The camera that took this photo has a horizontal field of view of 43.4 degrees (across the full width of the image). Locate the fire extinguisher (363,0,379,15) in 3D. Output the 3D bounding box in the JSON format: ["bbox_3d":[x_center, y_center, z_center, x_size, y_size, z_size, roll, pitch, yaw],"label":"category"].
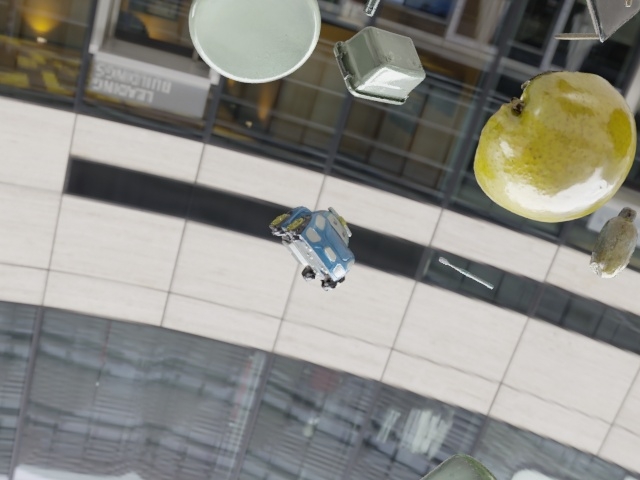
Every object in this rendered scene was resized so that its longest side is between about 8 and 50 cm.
[{"bbox_3d":[0.118,-0.514,1.696,0.025,0.083,0.038,5,-136,-25],"label":"fire extinguisher"}]

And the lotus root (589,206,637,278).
[{"bbox_3d":[0.757,0.005,2.068,0.088,0.192,0.113,20,-172,-11],"label":"lotus root"}]

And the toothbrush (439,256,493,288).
[{"bbox_3d":[0.385,0.085,2.122,0.167,0.011,0.014,28,-153,-8],"label":"toothbrush"}]

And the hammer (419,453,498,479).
[{"bbox_3d":[0.224,0.479,1.117,0.336,0.206,0.119,55,169,-1],"label":"hammer"}]

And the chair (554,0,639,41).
[{"bbox_3d":[0.699,-0.591,1.942,0.188,0.166,0.272,-40,-149,-20],"label":"chair"}]

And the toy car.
[{"bbox_3d":[0.000,0.000,2.051,0.198,0.166,0.314,53,170,-14],"label":"toy car"}]

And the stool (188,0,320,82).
[{"bbox_3d":[-0.106,-0.375,1.255,0.195,0.195,0.199,8,-140,-15],"label":"stool"}]

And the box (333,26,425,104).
[{"bbox_3d":[0.122,-0.344,1.566,0.172,0.092,0.124,-1,-115,-46],"label":"box"}]

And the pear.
[{"bbox_3d":[0.512,-0.156,1.675,0.386,0.340,0.191,27,-150,-45],"label":"pear"}]
